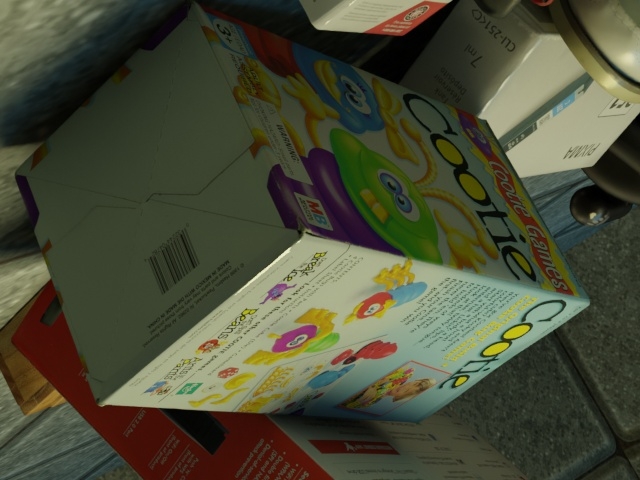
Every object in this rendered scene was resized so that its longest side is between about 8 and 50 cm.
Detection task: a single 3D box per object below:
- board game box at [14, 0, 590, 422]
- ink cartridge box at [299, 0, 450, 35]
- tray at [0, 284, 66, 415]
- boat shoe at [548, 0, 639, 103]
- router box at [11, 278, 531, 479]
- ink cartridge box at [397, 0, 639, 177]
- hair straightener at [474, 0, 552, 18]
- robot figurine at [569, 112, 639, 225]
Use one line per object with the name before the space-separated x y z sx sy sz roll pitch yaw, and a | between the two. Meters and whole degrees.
board game box | 0.000 0.000 0.746 0.144 0.142 0.275 -39 151 25
ink cartridge box | 0.057 -0.151 0.607 0.135 0.056 0.099 -33 170 26
tray | -0.052 0.017 1.148 0.411 0.076 0.203 -21 168 -44
boat shoe | 0.247 -0.177 0.916 0.103 0.113 0.302 -37 178 36
router box | 0.008 0.138 0.902 0.082 0.301 0.335 -54 152 9
ink cartridge box | 0.126 -0.071 1.014 0.296 0.066 0.261 -11 145 -55
hair straightener | 0.138 -0.186 0.694 0.089 0.047 0.230 -23 169 -35
robot figurine | 0.317 -0.118 1.238 0.209 0.173 0.278 -14 178 26
